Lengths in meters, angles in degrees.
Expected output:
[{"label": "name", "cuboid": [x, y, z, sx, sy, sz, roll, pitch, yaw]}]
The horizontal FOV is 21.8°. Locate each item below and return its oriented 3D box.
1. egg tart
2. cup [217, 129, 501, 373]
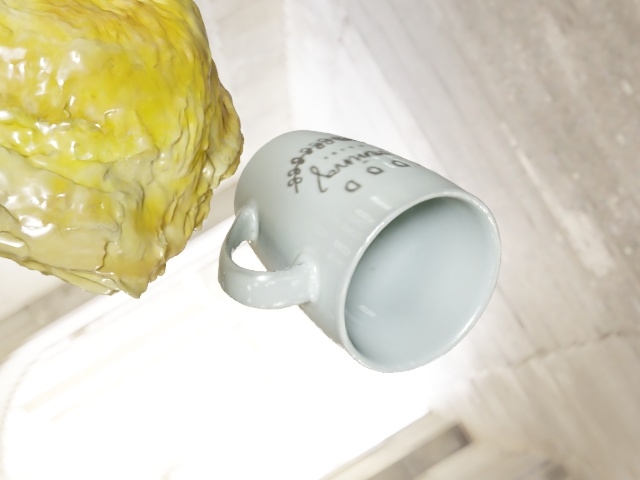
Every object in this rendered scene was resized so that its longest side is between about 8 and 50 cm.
[{"label": "egg tart", "cuboid": [-0.201, -0.125, 1.116, 0.339, 0.153, 0.351, 28, -147, 10]}, {"label": "cup", "cuboid": [0.000, 0.000, 1.570, 0.234, 0.258, 0.186, 34, 126, 45]}]
